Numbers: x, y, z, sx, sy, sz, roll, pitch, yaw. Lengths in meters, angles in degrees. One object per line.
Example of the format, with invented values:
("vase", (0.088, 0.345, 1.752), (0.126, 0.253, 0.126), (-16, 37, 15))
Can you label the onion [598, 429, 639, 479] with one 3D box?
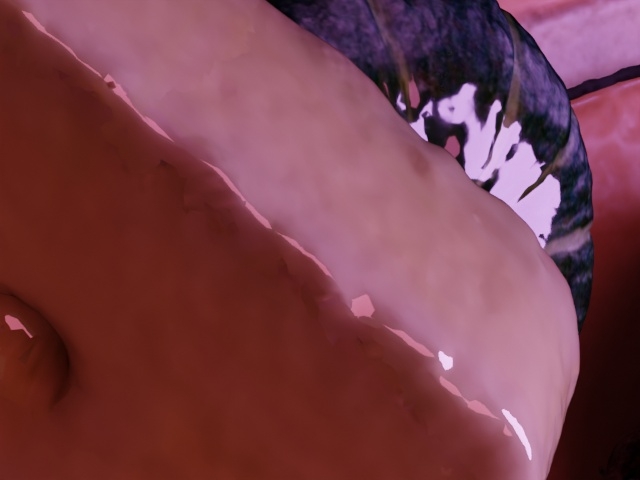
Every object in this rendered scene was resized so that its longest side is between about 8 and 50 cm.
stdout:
("onion", (0.260, 0.118, 0.913), (0.314, 0.232, 0.314), (-3, 93, -52))

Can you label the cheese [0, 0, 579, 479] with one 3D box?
("cheese", (-0.143, 0.032, 0.642), (0.384, 0.384, 0.104), (57, 29, -18))

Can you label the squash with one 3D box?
("squash", (0.000, 0.000, 0.782), (0.252, 0.165, 0.252), (-7, 104, -27))
